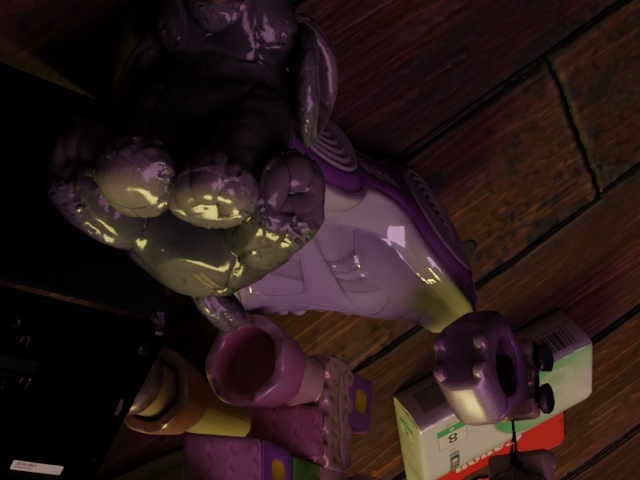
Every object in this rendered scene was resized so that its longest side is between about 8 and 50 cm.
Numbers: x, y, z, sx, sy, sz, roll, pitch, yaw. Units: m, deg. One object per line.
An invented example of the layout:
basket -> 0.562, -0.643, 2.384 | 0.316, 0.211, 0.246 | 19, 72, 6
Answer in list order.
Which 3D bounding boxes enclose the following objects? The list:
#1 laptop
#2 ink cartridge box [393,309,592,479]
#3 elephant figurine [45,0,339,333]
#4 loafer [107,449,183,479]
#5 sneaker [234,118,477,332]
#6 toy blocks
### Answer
laptop -> -0.213, 0.035, 0.941 | 0.234, 0.136, 0.264 | 19, 101, -54
ink cartridge box -> 0.165, 0.182, 1.530 | 0.181, 0.056, 0.224 | -26, 139, -13
elephant figurine -> -0.055, -0.101, 0.980 | 0.169, 0.239, 0.186 | 25, 149, -27
loafer -> -0.145, 0.237, 1.316 | 0.251, 0.087, 0.094 | -12, 136, -29
sneaker -> 0.000, 0.000, 1.188 | 0.152, 0.114, 0.305 | -36, 138, 19
toy blocks -> -0.025, 0.185, 1.119 | 0.309, 0.288, 0.260 | -10, 158, 26
